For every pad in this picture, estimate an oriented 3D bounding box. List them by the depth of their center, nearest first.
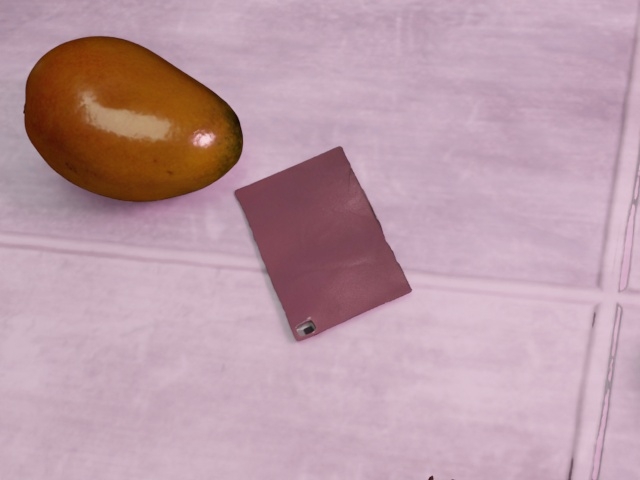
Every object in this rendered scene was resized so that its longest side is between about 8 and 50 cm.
[{"bbox_3d":[0.000,0.000,1.301,0.113,0.006,0.188,-24,54,-1],"label":"pad"}]

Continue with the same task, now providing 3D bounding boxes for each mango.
[{"bbox_3d":[-0.183,-0.110,1.348,0.221,0.120,0.151,31,68,21],"label":"mango"}]

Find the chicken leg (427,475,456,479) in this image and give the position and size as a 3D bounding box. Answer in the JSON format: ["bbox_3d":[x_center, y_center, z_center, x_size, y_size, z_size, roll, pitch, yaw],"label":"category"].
[{"bbox_3d":[0.009,0.277,1.077,0.304,0.093,0.113,-24,72,-12],"label":"chicken leg"}]
